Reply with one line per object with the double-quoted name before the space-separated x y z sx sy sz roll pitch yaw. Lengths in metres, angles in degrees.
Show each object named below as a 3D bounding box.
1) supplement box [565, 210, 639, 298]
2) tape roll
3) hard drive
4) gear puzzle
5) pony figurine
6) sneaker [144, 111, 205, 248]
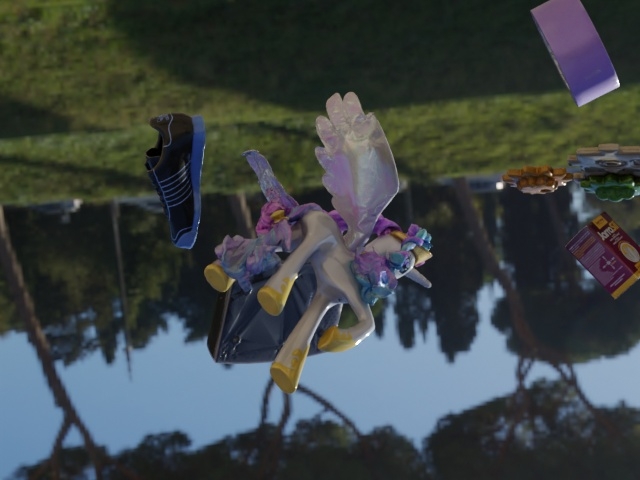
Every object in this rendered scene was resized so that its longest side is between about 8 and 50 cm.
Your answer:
"supplement box" 0.329 0.016 1.286 0.055 0.083 0.043 -31 164 -47
"tape roll" 0.439 -0.332 1.956 0.080 0.189 0.189 -27 -176 12
"hard drive" -0.068 0.109 1.823 0.254 0.172 0.054 -1 -161 -44
"gear puzzle" 0.390 -0.074 1.379 0.339 0.044 0.175 0 168 18
"pony figurine" 0.000 0.000 1.730 0.363 0.351 0.303 -39 -170 -39
"sneaker" -0.241 -0.096 1.833 0.090 0.232 0.081 0 -159 -17
